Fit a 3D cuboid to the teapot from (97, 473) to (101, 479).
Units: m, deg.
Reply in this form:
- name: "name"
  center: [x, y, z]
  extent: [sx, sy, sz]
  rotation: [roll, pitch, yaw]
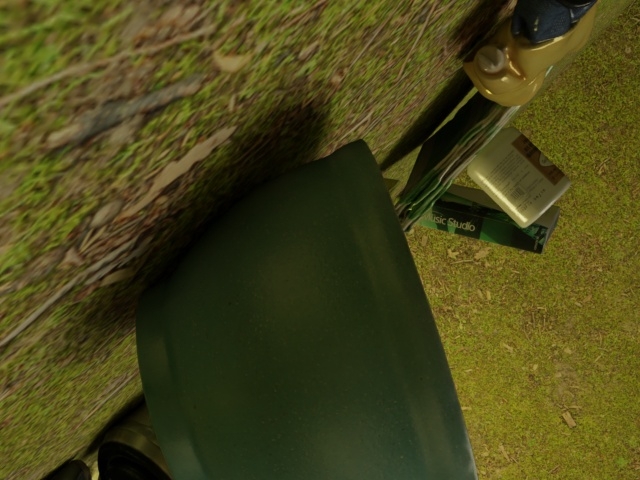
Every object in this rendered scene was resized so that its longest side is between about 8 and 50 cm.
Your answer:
- name: "teapot"
  center: [-0.236, 0.436, 1.253]
  extent: [0.187, 0.256, 0.252]
  rotation: [-21, -147, 5]

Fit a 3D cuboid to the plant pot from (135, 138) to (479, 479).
- name: "plant pot"
  center: [-0.020, 0.092, 0.572]
  extent: [0.196, 0.293, 0.293]
  rotation: [-17, 173, 0]

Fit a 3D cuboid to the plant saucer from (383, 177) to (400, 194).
- name: "plant saucer"
  center: [0.000, 0.000, 0.972]
  extent: [0.188, 0.045, 0.188]
  rotation: [-40, 173, -28]

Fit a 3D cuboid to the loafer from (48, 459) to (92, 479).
- name: "loafer"
  center: [-0.302, 0.412, 0.996]
  extent: [0.084, 0.096, 0.268]
  rotation: [-64, 150, -60]

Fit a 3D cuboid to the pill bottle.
- name: "pill bottle"
  center: [0.364, -0.147, 1.475]
  extent: [0.131, 0.229, 0.131]
  rotation: [-44, 173, -6]

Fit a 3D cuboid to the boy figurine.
- name: "boy figurine"
  center: [0.213, -0.214, 0.730]
  extent: [0.177, 0.092, 0.285]
  rotation: [-42, 174, -6]

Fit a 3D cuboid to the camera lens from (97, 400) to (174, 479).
- name: "camera lens"
  center: [-0.161, 0.298, 1.086]
  extent: [0.274, 0.219, 0.219]
  rotation: [-38, 171, -43]

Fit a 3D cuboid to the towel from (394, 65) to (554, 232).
- name: "towel"
  center: [0.213, -0.175, 1.027]
  extent: [0.325, 0.038, 0.248]
  rotation: [-52, -175, 42]

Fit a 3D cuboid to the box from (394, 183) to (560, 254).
- name: "box"
  center: [0.345, -0.061, 1.644]
  extent: [0.232, 0.322, 0.058]
  rotation: [-33, 133, -62]
